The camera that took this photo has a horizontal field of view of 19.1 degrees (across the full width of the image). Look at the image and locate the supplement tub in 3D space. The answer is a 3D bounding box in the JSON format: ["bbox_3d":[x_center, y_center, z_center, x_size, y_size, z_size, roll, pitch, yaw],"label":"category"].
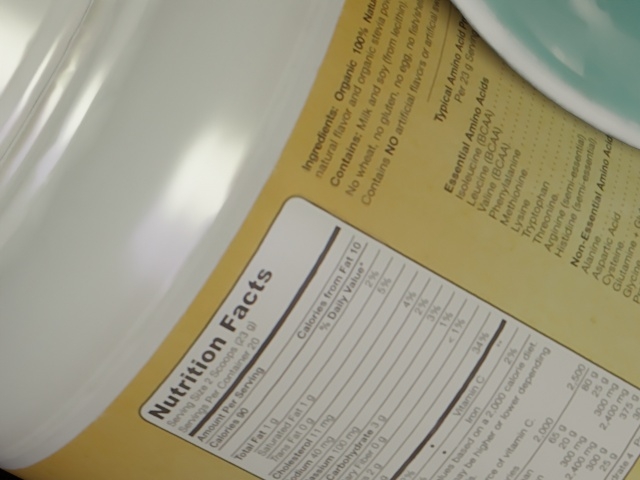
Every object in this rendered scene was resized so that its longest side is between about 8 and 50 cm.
[{"bbox_3d":[0.000,0.000,0.634,0.316,0.228,0.228,30,106,-21],"label":"supplement tub"}]

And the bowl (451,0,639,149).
[{"bbox_3d":[0.147,-0.190,0.558,0.311,0.163,0.312,-5,120,-9],"label":"bowl"}]
